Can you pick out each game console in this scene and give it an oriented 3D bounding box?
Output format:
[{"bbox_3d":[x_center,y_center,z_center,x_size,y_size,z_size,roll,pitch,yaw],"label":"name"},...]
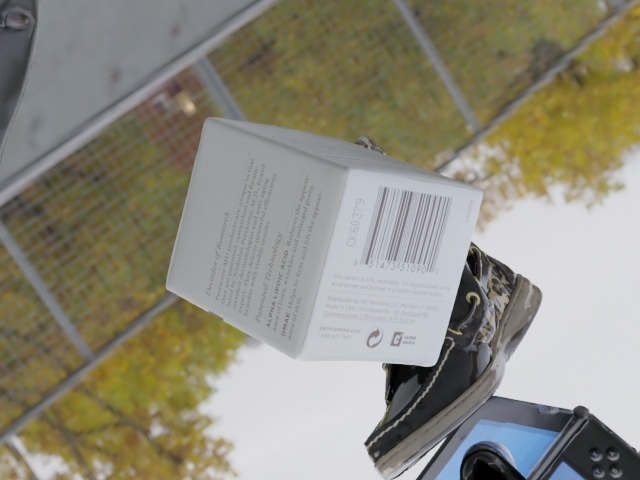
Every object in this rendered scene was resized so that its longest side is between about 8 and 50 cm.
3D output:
[{"bbox_3d":[0.232,0.343,1.785,0.293,0.250,0.173,-57,162,24],"label":"game console"}]

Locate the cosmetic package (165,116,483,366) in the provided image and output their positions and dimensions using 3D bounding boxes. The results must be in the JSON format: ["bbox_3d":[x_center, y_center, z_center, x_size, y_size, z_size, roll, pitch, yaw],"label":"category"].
[{"bbox_3d":[0.000,0.000,1.225,0.151,0.151,0.184,7,-169,-41],"label":"cosmetic package"}]

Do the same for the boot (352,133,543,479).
[{"bbox_3d":[0.068,0.058,1.603,0.138,0.284,0.377,-43,-178,38],"label":"boot"}]

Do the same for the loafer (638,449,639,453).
[{"bbox_3d":[0.412,0.256,1.826,0.125,0.045,0.039,120,-20,-47],"label":"loafer"}]

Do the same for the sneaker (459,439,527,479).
[{"bbox_3d":[0.145,0.224,1.155,0.058,0.152,0.084,-21,171,10],"label":"sneaker"}]

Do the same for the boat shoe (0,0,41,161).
[{"bbox_3d":[-0.220,-0.015,0.719,0.123,0.324,0.120,6,-161,-44],"label":"boat shoe"}]
